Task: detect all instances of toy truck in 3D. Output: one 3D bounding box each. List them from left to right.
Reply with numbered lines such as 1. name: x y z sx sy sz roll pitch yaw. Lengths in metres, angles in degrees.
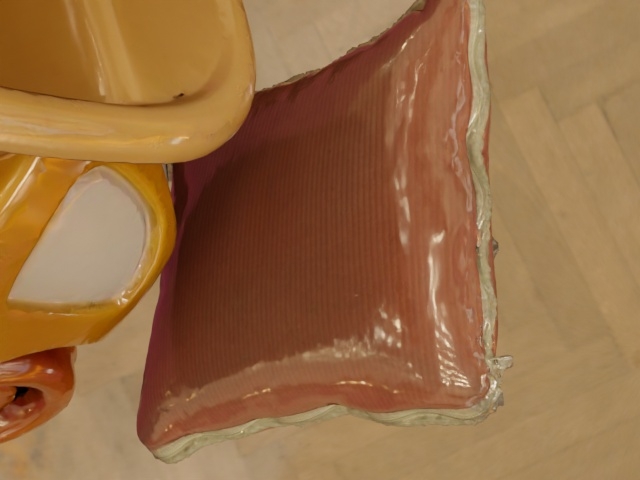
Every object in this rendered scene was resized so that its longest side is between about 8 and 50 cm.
1. toy truck: -0.158 -0.058 0.435 0.211 0.288 0.204 -35 61 29

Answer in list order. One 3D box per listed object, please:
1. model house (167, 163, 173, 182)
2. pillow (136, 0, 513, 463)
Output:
1. model house: -0.201 -0.163 0.840 0.237 0.202 0.237 4 86 4
2. pillow: 0.000 0.000 0.524 0.179 0.075 0.171 -17 61 40
